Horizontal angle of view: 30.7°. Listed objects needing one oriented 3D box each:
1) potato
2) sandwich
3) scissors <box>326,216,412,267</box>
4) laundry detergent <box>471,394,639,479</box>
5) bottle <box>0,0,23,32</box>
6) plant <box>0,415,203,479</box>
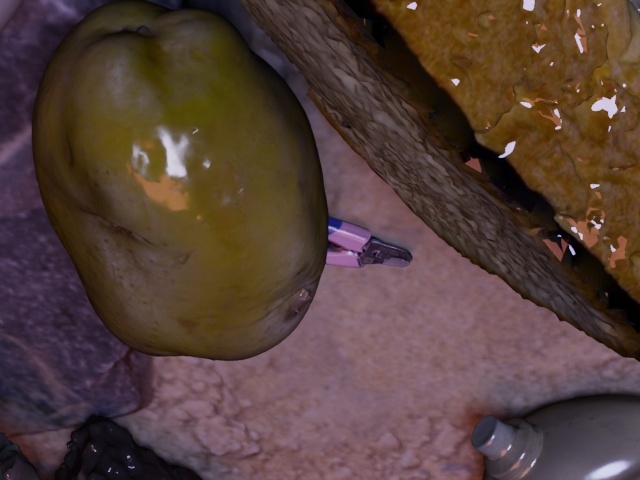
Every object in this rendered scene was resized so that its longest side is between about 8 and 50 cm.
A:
[{"bbox_3d":[-0.073,-0.026,0.610,0.154,0.137,0.200,3,132,7],"label":"potato"},{"bbox_3d":[0.036,-0.091,0.481,0.095,0.249,0.273,-47,117,-4],"label":"sandwich"},{"bbox_3d":[0.000,0.000,0.703,0.113,0.012,0.039,14,131,-3],"label":"scissors"},{"bbox_3d":[0.204,0.186,0.779,0.253,0.091,0.181,35,120,-20],"label":"laundry detergent"},{"bbox_3d":[-0.216,-0.107,0.497,0.147,0.236,0.147,5,131,6],"label":"bottle"},{"bbox_3d":[-0.170,0.206,0.820,0.203,0.142,0.131,32,122,-24],"label":"plant"}]
